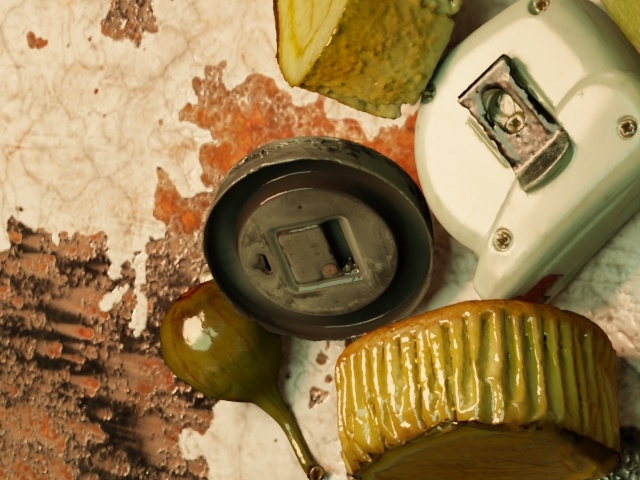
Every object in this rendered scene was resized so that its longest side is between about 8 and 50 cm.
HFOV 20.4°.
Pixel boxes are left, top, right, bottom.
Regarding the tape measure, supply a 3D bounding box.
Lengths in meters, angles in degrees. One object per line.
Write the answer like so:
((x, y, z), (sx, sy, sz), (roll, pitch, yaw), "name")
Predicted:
((0.197, -0.086, 1.615), (0.243, 0.125, 0.246), (-47, 65, 24), "tape measure")

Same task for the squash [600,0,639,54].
((0.407, -0.153, 1.392), (0.263, 0.263, 0.384), (-42, 67, 26), "squash")

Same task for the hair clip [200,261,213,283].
((-0.034, 0.010, 1.822), (0.226, 0.072, 0.034), (-27, 64, 40), "hair clip")

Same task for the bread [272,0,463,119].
((0.046, -0.242, 1.691), (0.186, 0.124, 0.257), (-45, 35, 34), "bread")

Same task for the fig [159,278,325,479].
((-0.064, 0.144, 1.818), (0.124, 0.124, 0.236), (-38, 92, 28), "fig")

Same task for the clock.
((0.000, 0.000, 1.713), (0.226, 0.226, 0.049), (-33, 26, 30), "clock")

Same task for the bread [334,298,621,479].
((0.141, 0.149, 1.589), (0.253, 0.227, 0.142), (-19, 64, 42), "bread")
